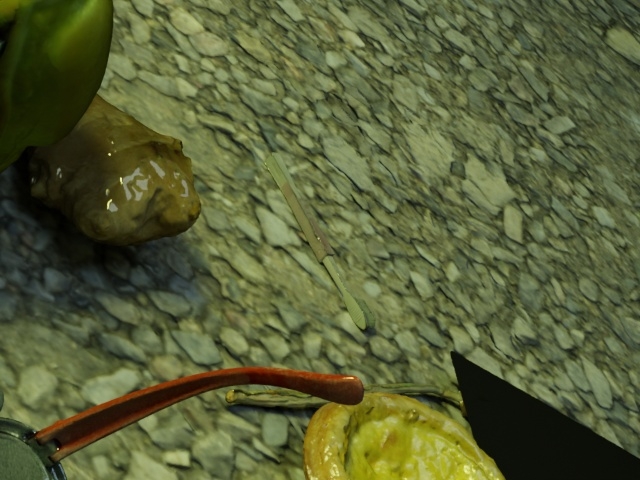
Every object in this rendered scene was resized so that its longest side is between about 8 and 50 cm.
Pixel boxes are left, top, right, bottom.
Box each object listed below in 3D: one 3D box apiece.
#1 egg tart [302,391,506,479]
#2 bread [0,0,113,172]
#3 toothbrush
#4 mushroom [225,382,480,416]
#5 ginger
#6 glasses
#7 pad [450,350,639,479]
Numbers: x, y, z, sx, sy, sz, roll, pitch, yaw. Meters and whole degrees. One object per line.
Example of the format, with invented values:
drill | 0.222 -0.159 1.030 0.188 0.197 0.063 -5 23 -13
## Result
egg tart | 0.057 0.192 1.209 0.191 0.074 0.191 28 34 -21
bread | -0.304 -0.198 1.142 0.376 0.251 0.208 49 15 17
toothbrush | -0.002 0.000 1.444 0.017 0.014 0.194 2 48 -47
mushroom | 0.031 0.123 1.323 0.286 0.028 0.026 8 87 -42
ginger | -0.215 -0.093 1.266 0.294 0.086 0.131 38 41 9
glasses | -0.127 0.129 0.904 0.118 0.268 0.234 57 27 -11
pad | 0.216 0.201 1.421 0.265 0.009 0.159 31 29 -29
